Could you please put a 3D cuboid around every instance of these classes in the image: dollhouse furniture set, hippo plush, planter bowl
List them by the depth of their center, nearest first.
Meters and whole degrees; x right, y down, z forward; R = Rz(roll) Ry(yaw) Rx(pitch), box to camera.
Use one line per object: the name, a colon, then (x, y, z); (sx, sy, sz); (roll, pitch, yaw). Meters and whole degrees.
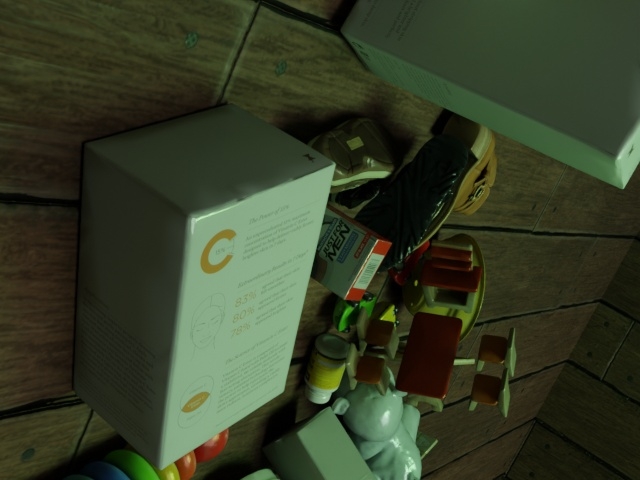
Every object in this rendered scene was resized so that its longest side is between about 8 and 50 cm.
dollhouse furniture set: (0.191, 0.142, 1.413); (0.135, 0.262, 0.259); (76, 27, -50)
hippo plush: (0.076, 0.357, 1.601); (0.235, 0.294, 0.236); (-21, 123, 2)
planter bowl: (0.214, 0.085, 1.614); (0.090, 0.217, 0.217); (11, 114, -20)

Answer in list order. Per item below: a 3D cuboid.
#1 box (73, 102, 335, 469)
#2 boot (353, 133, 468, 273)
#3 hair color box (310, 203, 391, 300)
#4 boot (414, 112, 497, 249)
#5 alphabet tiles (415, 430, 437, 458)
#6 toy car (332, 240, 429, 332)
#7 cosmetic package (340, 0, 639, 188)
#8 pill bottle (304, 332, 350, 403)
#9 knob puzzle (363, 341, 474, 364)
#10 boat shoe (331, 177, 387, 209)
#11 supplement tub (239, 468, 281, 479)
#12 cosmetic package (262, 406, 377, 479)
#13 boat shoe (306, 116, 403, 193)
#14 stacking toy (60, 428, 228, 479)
box: (-0.142, 0.049, 0.980); (0.215, 0.168, 0.345); (-25, 139, -45)
boot: (0.128, -0.047, 1.305); (0.246, 0.094, 0.207); (-52, 176, -2)
hair color box: (0.000, 0.000, 1.154); (0.093, 0.167, 0.053); (-62, 153, 8)
boot: (0.220, -0.080, 1.516); (0.283, 0.109, 0.220); (-64, 156, -4)
alphabet tiles: (0.086, 0.442, 1.711); (0.237, 0.198, 0.009); (-39, 126, -31)
toy car: (0.087, 0.101, 1.516); (0.225, 0.053, 0.239); (-17, 131, -50)
cosmetic package: (0.248, -0.248, 1.058); (0.217, 0.385, 0.156); (-58, 159, 1)
pill bottle: (0.009, 0.226, 1.502); (0.065, 0.065, 0.116); (-19, 133, -50)
knob puzzle: (0.167, 0.210, 1.627); (0.213, 0.213, 0.029); (8, 85, -60)
boat shoe: (0.069, -0.079, 1.322); (0.125, 0.038, 0.046); (-22, 136, -47)
supplement tub: (-0.067, 0.562, 1.412); (0.228, 0.316, 0.228); (-34, 157, -17)
cosmetic package: (0.017, 0.428, 1.515); (0.107, 0.237, 0.127); (-25, 174, -43)
boat shoe: (0.028, -0.113, 1.198); (0.095, 0.095, 0.257); (-31, 172, 28)
stacking toy: (-0.250, 0.323, 1.146); (0.330, 0.141, 0.141); (-36, 145, -47)
